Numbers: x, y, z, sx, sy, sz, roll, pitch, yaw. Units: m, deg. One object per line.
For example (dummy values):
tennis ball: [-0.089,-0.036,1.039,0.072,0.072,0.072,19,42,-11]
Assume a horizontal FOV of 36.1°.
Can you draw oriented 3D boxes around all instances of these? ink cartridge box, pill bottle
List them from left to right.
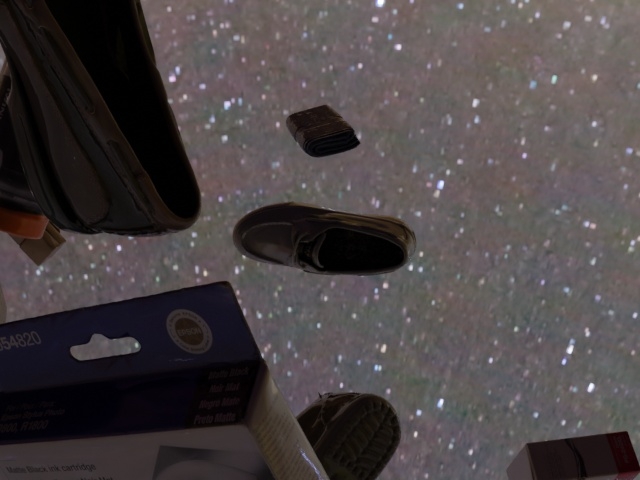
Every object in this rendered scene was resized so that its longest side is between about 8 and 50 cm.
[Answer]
pill bottle: [-0.334,-0.128,1.170,0.130,0.130,0.246,21,-87,16]
ink cartridge box: [-0.102,0.143,0.599,0.223,0.224,0.045,-12,-155,31]
ink cartridge box: [0.343,0.316,1.348,0.150,0.109,0.063,-4,-122,-10]

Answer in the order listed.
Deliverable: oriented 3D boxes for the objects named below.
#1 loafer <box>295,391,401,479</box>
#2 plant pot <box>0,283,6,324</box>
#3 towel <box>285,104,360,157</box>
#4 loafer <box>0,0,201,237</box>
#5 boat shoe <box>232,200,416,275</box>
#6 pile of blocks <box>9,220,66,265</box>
loafer: [-0.033,0.232,0.866,0.251,0.094,0.087,-44,-153,-15]
plant pot: [-0.339,0.050,0.682,0.212,0.212,0.187,-11,-144,-14]
towel: [0.000,-0.131,1.198,0.067,0.029,0.119,-15,-153,-9]
loafer: [-0.116,-0.121,0.470,0.084,0.268,0.096,10,-143,32]
boat shoe: [0.001,0.001,1.183,0.227,0.079,0.081,3,-164,8]
pile of blocks: [-0.430,-0.127,1.537,0.149,0.112,0.362,19,-143,-48]
